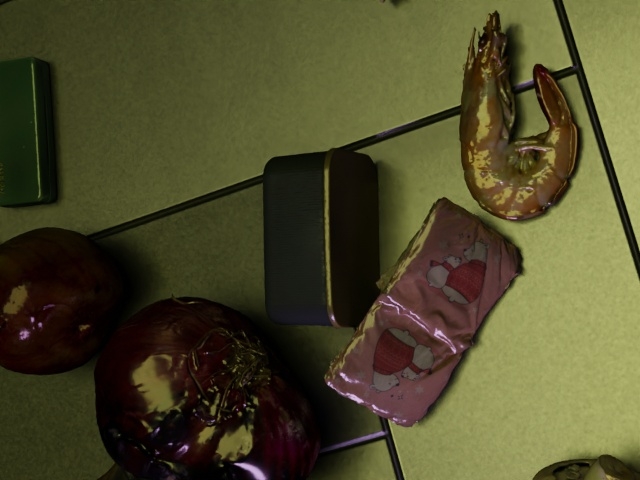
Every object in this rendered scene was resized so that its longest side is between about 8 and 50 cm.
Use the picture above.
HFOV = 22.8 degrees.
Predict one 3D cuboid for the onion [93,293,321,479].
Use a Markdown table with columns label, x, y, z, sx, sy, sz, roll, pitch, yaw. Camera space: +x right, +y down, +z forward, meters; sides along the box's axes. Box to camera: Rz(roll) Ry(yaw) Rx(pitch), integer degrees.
| label | x | y | z | sx | sy | sz | roll | pitch | yaw |
| --- | --- | --- | --- | --- | --- | --- | --- | --- | --- |
| onion | -0.124 | 0.192 | 1.809 | 0.281 | 0.221 | 0.280 | 14 | 123 | 22 |

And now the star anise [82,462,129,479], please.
| label | x | y | z | sx | sy | sz | roll | pitch | yaw |
| --- | --- | --- | --- | --- | --- | --- | --- | --- | --- |
| star anise | -0.268 | 0.373 | 1.873 | 0.129 | 0.283 | 0.212 | -9 | 75 | -24 |

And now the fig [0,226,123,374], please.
| label | x | y | z | sx | sy | sz | roll | pitch | yaw |
| --- | --- | --- | --- | --- | --- | --- | --- | --- | --- |
| fig | -0.359 | 0.056 | 1.959 | 0.290 | 0.191 | 0.190 | 29 | 100 | 61 |

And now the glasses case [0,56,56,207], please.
| label | x | y | z | sx | sy | sz | roll | pitch | yaw |
| --- | --- | --- | --- | --- | --- | --- | --- | --- | --- |
| glasses case | -0.379 | -0.136 | 2.005 | 0.078 | 0.039 | 0.184 | -5 | 86 | 20 |

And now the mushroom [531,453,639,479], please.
| label | x | y | z | sx | sy | sz | roll | pitch | yaw |
| --- | --- | --- | --- | --- | --- | --- | --- | --- | --- |
| mushroom | 0.295 | 0.281 | 1.677 | 0.154 | 0.154 | 0.122 | 21 | 121 | 20 |

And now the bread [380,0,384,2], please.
| label | x | y | z | sx | sy | sz | roll | pitch | yaw |
| --- | --- | --- | --- | --- | --- | --- | --- | --- | --- |
| bread | 0.054 | -0.382 | 1.837 | 0.119 | 0.067 | 0.192 | -42 | 74 | 23 |

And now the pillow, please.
| label | x | y | z | sx | sy | sz | roll | pitch | yaw |
| --- | --- | --- | --- | --- | --- | --- | --- | --- | --- |
| pillow | 0.116 | 0.082 | 1.779 | 0.135 | 0.049 | 0.248 | 30 | 96 | -18 |

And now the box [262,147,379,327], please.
| label | x | y | z | sx | sy | sz | roll | pitch | yaw |
| --- | --- | --- | --- | --- | --- | --- | --- | --- | --- |
| box | 0.000 | 0.000 | 1.804 | 0.090 | 0.144 | 0.200 | -3 | 88 | 25 |

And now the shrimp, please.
| label | x | y | z | sx | sy | sz | roll | pitch | yaw |
| --- | --- | --- | --- | --- | --- | --- | --- | --- | --- |
| shrimp | 0.218 | -0.140 | 1.774 | 0.133 | 0.053 | 0.236 | -4 | 90 | 22 |
